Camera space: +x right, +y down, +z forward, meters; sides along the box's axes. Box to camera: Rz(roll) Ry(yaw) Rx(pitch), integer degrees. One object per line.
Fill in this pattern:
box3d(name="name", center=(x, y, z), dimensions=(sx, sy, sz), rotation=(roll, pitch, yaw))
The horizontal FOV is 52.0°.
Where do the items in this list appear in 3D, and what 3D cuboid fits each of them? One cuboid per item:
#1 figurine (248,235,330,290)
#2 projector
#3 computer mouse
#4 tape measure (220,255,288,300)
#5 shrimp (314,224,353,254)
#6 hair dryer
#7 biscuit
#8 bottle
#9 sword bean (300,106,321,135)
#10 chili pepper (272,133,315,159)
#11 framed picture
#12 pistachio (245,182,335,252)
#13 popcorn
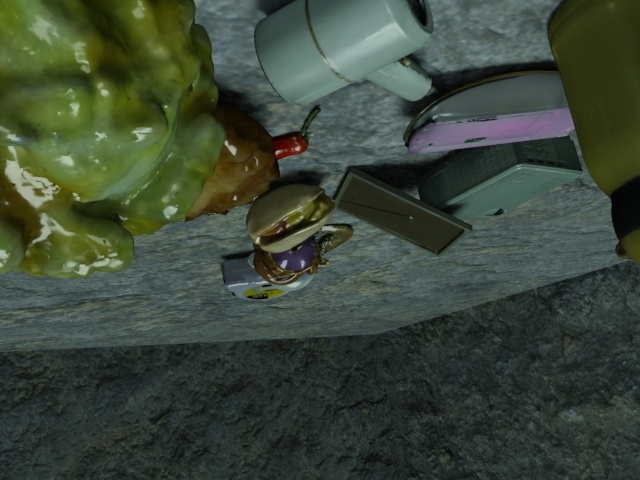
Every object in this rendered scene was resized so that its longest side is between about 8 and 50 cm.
box3d(name="figurine", center=(-0.075, 0.039, 1.510), dimensions=(0.189, 0.142, 0.263), rotation=(-6, 166, 1))
box3d(name="projector", center=(0.335, -0.125, 1.254), dimensions=(0.191, 0.099, 0.256), rotation=(3, 160, -34))
box3d(name="computer mouse", center=(0.278, -0.198, 1.009), dimensions=(0.310, 0.072, 0.158), rotation=(-8, 166, -7))
box3d(name="tape measure", center=(-0.158, 0.090, 1.731), dimensions=(0.195, 0.105, 0.178), rotation=(-9, 157, -6))
box3d(name="shrimp", center=(0.000, 0.001, 1.624), dimensions=(0.124, 0.034, 0.178), rotation=(5, 157, -34))
box3d(name="hair dryer", center=(0.089, -0.225, 0.812), dimensions=(0.173, 0.108, 0.357), rotation=(-18, 171, 29))
box3d(name="biscuit", center=(-0.225, -0.114, 0.956), dimensions=(0.325, 0.107, 0.326), rotation=(-11, 162, -4))
box3d(name="bottle", center=(0.404, -0.133, 0.793), dimensions=(0.171, 0.352, 0.171), rotation=(-10, 165, -3))
box3d(name="sword bean", center=(-0.016, -0.183, 1.004), dimensions=(0.012, 0.012, 0.083), rotation=(-4, 164, -19))
box3d(name="chili pepper", center=(-0.091, -0.142, 1.073), dimensions=(0.178, 0.027, 0.045), rotation=(-11, 165, 14))
box3d(name="framed picture", center=(0.154, -0.048, 1.305), dimensions=(0.259, 0.023, 0.189), rotation=(26, 161, 1))
box3d(name="pistachio", center=(-0.061, -0.052, 1.268), dimensions=(0.200, 0.117, 0.145), rotation=(-32, -168, 38))
box3d(name="popcorn", center=(-0.223, -0.140, 0.527), dimensions=(0.278, 0.336, 0.274), rotation=(-2, -174, -30))
